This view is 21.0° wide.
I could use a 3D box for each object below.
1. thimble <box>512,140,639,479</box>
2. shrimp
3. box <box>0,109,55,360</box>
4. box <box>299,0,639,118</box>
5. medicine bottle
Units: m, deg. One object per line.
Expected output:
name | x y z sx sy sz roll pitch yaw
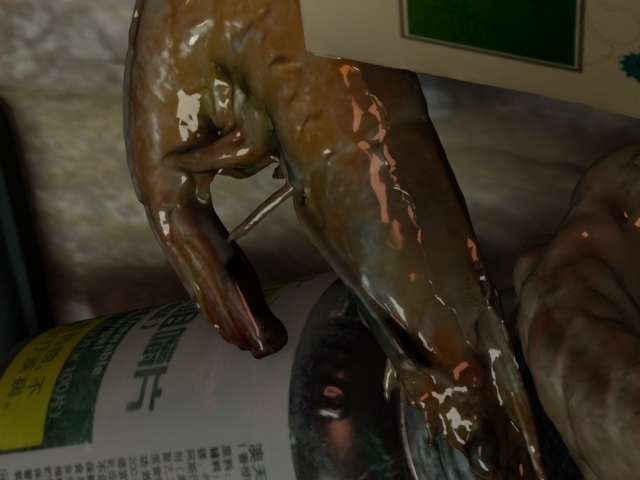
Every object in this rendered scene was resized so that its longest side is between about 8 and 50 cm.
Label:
thimble | 0.182 0.041 0.544 0.229 0.196 0.148 26 152 56
shrimp | 0.001 -0.001 0.629 0.143 0.052 0.251 -38 71 41
box | -0.208 0.009 0.842 0.160 0.050 0.230 15 140 15
box | 0.100 -0.124 0.479 0.212 0.095 0.168 12 137 17
medicine bottle | -0.012 0.088 0.744 0.293 0.141 0.141 -11 129 39
